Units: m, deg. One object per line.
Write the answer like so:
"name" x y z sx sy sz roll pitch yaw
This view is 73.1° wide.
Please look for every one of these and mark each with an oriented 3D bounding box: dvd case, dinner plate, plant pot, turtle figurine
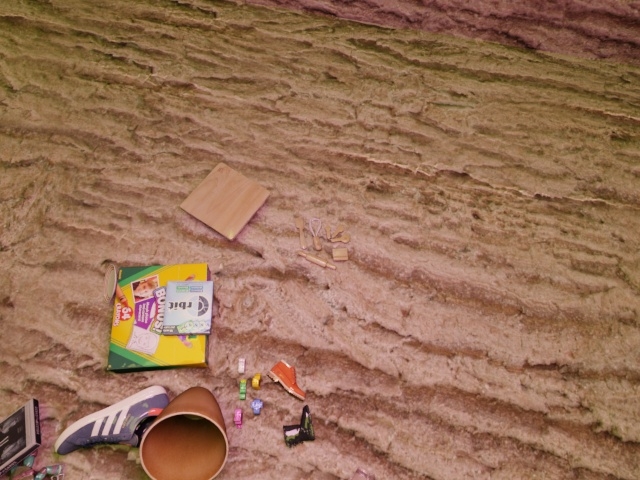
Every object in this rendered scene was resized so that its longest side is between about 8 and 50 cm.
"dvd case" -0.972 0.630 1.324 0.239 0.029 0.179 -37 46 -9
"dinner plate" -0.763 0.157 1.572 0.017 0.141 0.141 12 58 -40
"plant pot" -0.391 0.562 1.314 0.237 0.254 0.237 -1 100 -7
"turtle figurine" -0.880 0.720 1.304 0.175 0.118 0.234 -24 60 -20

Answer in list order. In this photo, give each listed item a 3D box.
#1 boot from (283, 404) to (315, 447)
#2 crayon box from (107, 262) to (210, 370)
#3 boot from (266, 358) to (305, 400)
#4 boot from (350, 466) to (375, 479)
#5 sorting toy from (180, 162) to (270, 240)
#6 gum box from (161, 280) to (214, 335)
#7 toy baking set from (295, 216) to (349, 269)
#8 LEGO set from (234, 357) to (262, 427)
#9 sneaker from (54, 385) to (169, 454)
"boot" -0.076 0.616 1.434 0.099 0.045 0.121 -10 67 -4
"crayon box" -0.557 0.269 1.532 0.313 0.106 0.362 -3 65 -5
"boot" -0.101 0.480 1.489 0.158 0.059 0.084 38 64 15
"boot" 0.114 0.768 1.378 0.119 0.042 0.087 21 59 5
"sorting toy" -0.377 -0.146 1.746 0.256 0.089 0.257 32 67 11
"gum box" -0.450 0.231 1.479 0.157 0.041 0.184 1 65 -8
"toy baking set" -0.001 0.006 1.733 0.256 0.030 0.196 19 63 5
"LEGO set" -0.238 0.502 1.449 0.087 0.093 0.227 0 65 -4
"sneaker" -0.642 0.604 1.357 0.350 0.131 0.148 -26 65 -14
